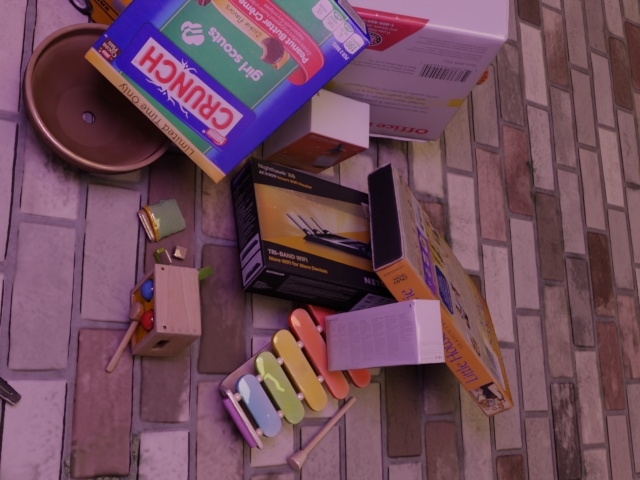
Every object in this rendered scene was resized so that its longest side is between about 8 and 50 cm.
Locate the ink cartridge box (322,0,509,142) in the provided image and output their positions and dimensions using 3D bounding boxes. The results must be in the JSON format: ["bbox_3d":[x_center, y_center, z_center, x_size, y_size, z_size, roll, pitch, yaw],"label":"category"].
[{"bbox_3d":[0.133,-0.341,1.284,0.279,0.385,0.160,7,72,-7],"label":"ink cartridge box"}]

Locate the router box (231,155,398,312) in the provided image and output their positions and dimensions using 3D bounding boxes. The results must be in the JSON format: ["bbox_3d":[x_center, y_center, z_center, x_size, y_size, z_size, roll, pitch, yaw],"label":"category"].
[{"bbox_3d":[0.000,0.000,1.283,0.309,0.081,0.243,14,47,-32],"label":"router box"}]

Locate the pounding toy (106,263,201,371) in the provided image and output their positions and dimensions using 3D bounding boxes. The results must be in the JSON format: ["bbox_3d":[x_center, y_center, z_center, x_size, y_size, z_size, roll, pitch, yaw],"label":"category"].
[{"bbox_3d":[-0.262,0.124,1.109,0.100,0.141,0.130,10,59,-33],"label":"pounding toy"}]

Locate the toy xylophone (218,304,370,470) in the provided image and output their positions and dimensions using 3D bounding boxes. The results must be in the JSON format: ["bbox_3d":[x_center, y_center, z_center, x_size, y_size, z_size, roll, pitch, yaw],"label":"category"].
[{"bbox_3d":[-0.027,0.249,1.258,0.322,0.081,0.236,-45,105,-34],"label":"toy xylophone"}]

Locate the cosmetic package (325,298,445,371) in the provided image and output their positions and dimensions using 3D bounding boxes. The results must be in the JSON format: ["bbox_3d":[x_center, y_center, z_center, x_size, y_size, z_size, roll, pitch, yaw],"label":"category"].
[{"bbox_3d":[0.099,0.159,1.167,0.060,0.239,0.099,2,78,-34],"label":"cosmetic package"}]

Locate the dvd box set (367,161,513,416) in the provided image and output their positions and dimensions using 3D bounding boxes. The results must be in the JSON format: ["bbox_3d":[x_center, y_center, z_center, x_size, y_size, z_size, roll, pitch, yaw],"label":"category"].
[{"bbox_3d":[0.222,0.090,1.342,0.420,0.062,0.307,51,23,-30],"label":"dvd box set"}]

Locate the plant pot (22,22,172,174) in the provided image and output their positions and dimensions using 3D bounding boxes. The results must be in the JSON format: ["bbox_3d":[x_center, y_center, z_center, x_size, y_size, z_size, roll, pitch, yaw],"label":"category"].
[{"bbox_3d":[-0.351,-0.209,1.126,0.237,0.110,0.237,9,73,-32],"label":"plant pot"}]

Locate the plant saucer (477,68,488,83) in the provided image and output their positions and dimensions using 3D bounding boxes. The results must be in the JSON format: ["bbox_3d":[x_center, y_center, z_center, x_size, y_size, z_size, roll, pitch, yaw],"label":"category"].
[{"bbox_3d":[0.377,-0.422,1.742,0.083,0.013,0.083,8,75,-33],"label":"plant saucer"}]

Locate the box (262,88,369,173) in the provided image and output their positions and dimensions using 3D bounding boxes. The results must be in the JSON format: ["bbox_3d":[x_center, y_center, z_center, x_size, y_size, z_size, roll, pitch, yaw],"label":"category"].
[{"bbox_3d":[-0.010,-0.200,1.323,0.130,0.170,0.091,11,73,-32],"label":"box"}]

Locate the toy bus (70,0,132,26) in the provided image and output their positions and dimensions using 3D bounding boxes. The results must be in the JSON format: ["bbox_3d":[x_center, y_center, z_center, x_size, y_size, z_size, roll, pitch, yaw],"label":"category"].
[{"bbox_3d":[-0.307,-0.395,1.188,0.333,0.130,0.108,46,58,-17],"label":"toy bus"}]

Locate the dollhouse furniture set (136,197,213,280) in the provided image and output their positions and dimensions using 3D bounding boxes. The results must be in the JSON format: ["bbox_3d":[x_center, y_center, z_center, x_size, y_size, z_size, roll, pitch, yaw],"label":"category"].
[{"bbox_3d":[-0.238,-0.001,1.185,0.076,0.058,0.152,-25,94,-37],"label":"dollhouse furniture set"}]

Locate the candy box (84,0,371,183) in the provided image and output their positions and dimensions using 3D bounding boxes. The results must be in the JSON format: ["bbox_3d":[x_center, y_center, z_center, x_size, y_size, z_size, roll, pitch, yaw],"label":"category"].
[{"bbox_3d":[-0.133,-0.289,1.035,0.268,0.317,0.122,44,22,-19],"label":"candy box"}]

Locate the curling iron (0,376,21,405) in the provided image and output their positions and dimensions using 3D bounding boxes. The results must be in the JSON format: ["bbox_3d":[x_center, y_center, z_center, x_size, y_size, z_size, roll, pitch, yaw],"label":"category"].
[{"bbox_3d":[-0.511,0.125,0.980,0.274,0.035,0.068,52,56,-13],"label":"curling iron"}]
